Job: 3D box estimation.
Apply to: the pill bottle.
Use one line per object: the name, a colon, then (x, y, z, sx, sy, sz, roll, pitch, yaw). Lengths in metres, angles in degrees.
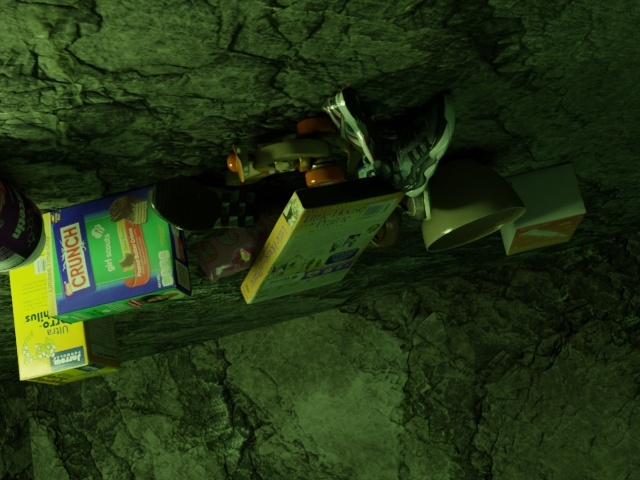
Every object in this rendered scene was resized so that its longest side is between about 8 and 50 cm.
pill bottle: (-0.698, -0.040, 1.652, 0.181, 0.181, 0.323, -13, 165, 1)

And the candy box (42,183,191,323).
candy box: (-0.490, 0.033, 1.896, 0.317, 0.268, 0.122, -14, 160, 8)

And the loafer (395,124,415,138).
loafer: (0.233, -0.237, 1.883, 0.050, 0.056, 0.148, -15, 165, 32)

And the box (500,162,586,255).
box: (0.688, -0.092, 2.512, 0.215, 0.168, 0.345, -13, 164, 5)

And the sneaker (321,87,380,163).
sneaker: (0.064, -0.238, 1.661, 0.077, 0.072, 0.178, -8, 125, 35)

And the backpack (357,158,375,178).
backpack: (0.150, -0.179, 1.967, 0.105, 0.084, 0.114, 1, 153, -46)

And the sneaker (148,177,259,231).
sneaker: (-0.305, -0.081, 1.885, 0.146, 0.122, 0.330, 7, 178, 36)

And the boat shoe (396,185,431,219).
boat shoe: (0.222, -0.118, 2.028, 0.096, 0.117, 0.324, -4, -166, 0)

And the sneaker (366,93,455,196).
sneaker: (0.196, -0.220, 1.776, 0.153, 0.101, 0.269, 13, 129, -11)

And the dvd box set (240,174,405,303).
dvd box set: (0.000, 0.000, 1.970, 0.307, 0.062, 0.420, -13, 153, -32)

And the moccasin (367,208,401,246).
moccasin: (0.130, -0.048, 2.312, 0.147, 0.139, 0.380, -2, 179, -17)

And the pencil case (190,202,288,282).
pencil case: (-0.179, 0.007, 2.019, 0.284, 0.124, 0.124, -25, 165, -5)

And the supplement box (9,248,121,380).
supplement box: (-0.685, 0.188, 2.120, 0.195, 0.357, 0.194, -14, 163, 7)

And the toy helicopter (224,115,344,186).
toy helicopter: (-0.126, -0.165, 1.755, 0.235, 0.140, 0.355, -9, 178, -34)

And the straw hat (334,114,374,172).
straw hat: (0.066, -0.229, 1.771, 0.061, 0.144, 0.144, 25, 167, 10)

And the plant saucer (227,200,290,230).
plant saucer: (-0.117, -0.036, 2.274, 0.332, 0.081, 0.333, -3, 161, -29)

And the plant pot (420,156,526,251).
plant pot: (0.387, -0.113, 2.150, 0.284, 0.191, 0.284, -19, 166, -5)
